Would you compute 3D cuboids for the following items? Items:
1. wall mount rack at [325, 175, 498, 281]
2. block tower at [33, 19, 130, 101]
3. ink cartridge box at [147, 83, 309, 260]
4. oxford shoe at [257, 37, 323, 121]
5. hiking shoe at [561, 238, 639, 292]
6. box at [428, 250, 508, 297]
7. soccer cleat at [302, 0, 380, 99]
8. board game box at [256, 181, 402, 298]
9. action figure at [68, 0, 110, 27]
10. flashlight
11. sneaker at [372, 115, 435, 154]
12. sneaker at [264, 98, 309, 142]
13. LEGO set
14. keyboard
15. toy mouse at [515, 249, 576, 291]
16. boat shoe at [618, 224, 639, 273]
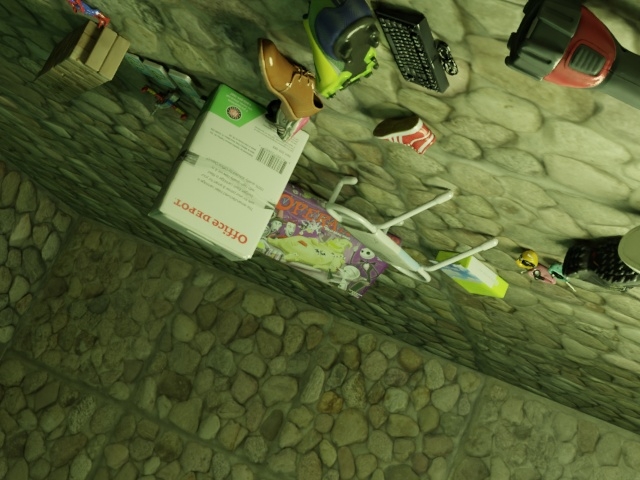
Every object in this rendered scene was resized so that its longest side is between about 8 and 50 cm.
[{"bbox_3d":[0.185,-0.026,1.963,0.304,0.131,0.350,17,165,45],"label":"wall mount rack"},{"bbox_3d":[-0.506,-0.373,1.942,0.091,0.097,0.335,32,164,-26],"label":"block tower"},{"bbox_3d":[-0.185,-0.130,1.852,0.211,0.289,0.121,30,166,-17],"label":"ink cartridge box"},{"bbox_3d":[-0.050,-0.278,1.561,0.076,0.076,0.212,-9,156,17],"label":"oxford shoe"},{"bbox_3d":[0.551,0.049,1.694,0.114,0.086,0.227,16,177,-23],"label":"hiking shoe"},{"bbox_3d":[0.353,0.077,2.208,0.178,0.042,0.109,35,163,-36],"label":"box"},{"bbox_3d":[0.023,-0.293,1.345,0.121,0.093,0.289,55,173,5],"label":"soccer cleat"},{"bbox_3d":[0.000,0.000,2.274,0.346,0.056,0.208,26,124,-13],"label":"board game box"},{"bbox_3d":[-0.448,-0.437,1.725,0.115,0.030,0.038,38,167,-38],"label":"action figure"},{"bbox_3d":[0.367,-0.185,1.065,0.304,0.103,0.103,23,163,-8],"label":"flashlight"},{"bbox_3d":[0.146,-0.179,1.595,0.067,0.042,0.118,37,161,-31],"label":"sneaker"},{"bbox_3d":[-0.067,-0.234,1.743,0.075,0.063,0.170,45,176,-4],"label":"sneaker"},{"bbox_3d":[-0.314,-0.297,1.963,0.182,0.060,0.244,24,168,23],"label":"LEGO set"},{"bbox_3d":[0.142,-0.264,1.317,0.108,0.023,0.180,19,166,25],"label":"keyboard"},{"bbox_3d":[0.479,0.063,1.944,0.143,0.031,0.161,26,167,0],"label":"toy mouse"},{"bbox_3d":[0.621,0.043,1.426,0.319,0.116,0.099,7,154,40],"label":"boat shoe"}]
